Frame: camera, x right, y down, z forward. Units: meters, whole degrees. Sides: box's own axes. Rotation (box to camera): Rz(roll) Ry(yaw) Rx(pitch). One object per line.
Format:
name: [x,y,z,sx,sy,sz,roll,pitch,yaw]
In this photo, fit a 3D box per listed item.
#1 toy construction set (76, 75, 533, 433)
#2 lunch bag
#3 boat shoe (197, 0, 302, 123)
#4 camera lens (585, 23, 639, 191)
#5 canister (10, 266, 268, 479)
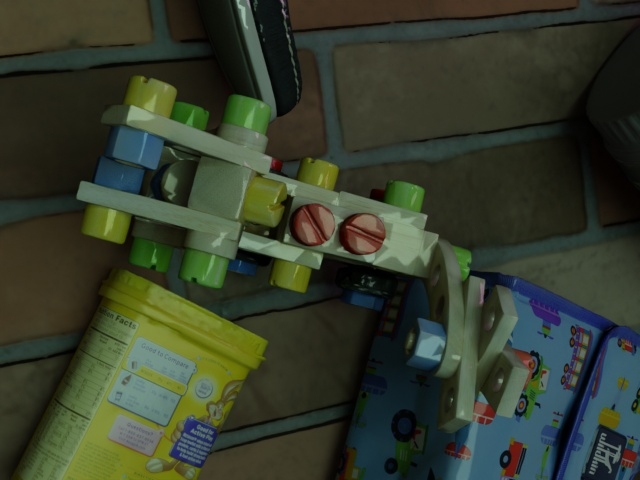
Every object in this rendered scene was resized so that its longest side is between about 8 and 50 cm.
toy construction set: [0.000,0.000,0.720,0.327,0.215,0.151,30,83,-10]
lunch bag: [0.176,0.165,0.885,0.293,0.138,0.221,21,82,-37]
boat shoe: [-0.053,-0.235,0.752,0.091,0.114,0.302,-18,100,-18]
camera lens: [0.394,-0.080,0.903,0.274,0.219,0.219,42,75,-13]
canister: [-0.129,0.121,0.750,0.126,0.073,0.170,30,81,-23]
